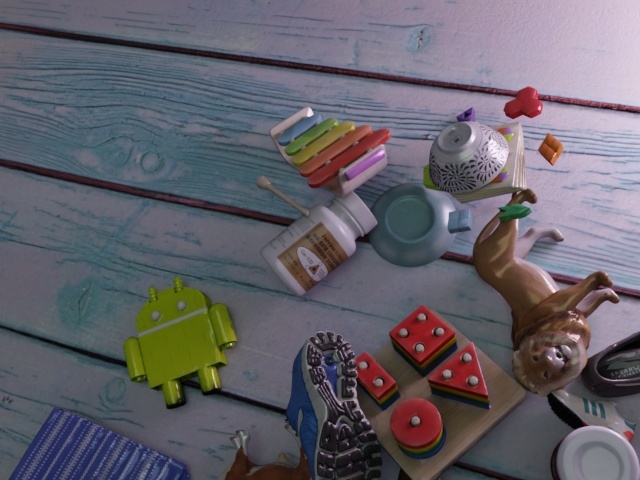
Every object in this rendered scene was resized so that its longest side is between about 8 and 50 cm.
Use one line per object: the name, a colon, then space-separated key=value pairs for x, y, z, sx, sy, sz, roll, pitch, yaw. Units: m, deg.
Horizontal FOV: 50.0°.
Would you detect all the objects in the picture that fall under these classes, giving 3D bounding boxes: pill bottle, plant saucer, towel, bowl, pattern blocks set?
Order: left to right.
towel: x=-0.459 y=0.504 z=1.377 sx=0.336 sy=0.040 sz=0.243 roll=19 pitch=64 yaw=15
pill bottle: x=0.000 y=0.000 z=1.432 sx=0.229 sy=0.131 sz=0.131 roll=-40 pitch=66 yaw=-3
plant saucer: x=0.190 y=-0.041 z=1.451 sx=0.195 sy=0.037 sz=0.194 roll=-5 pitch=69 yaw=13
bowl: x=0.284 y=-0.185 z=1.383 sx=0.170 sy=0.080 sz=0.170 roll=-18 pitch=49 yaw=22
pattern blocks set: x=0.344 y=-0.165 z=1.404 sx=0.286 sy=0.026 sz=0.324 roll=-19 pitch=49 yaw=22
pill bottle: x=0.446 y=0.377 z=1.136 sx=0.121 sy=0.216 sz=0.121 roll=-5 pitch=69 yaw=13

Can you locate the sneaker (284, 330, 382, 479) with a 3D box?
sneaker: x=0.016 y=0.340 z=1.247 sx=0.130 sy=0.147 sz=0.329 roll=2 pitch=67 yaw=-23

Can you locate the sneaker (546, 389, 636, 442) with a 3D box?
sneaker: x=0.492 y=0.311 z=1.245 sx=0.161 sy=0.057 sz=0.075 roll=36 pitch=64 yaw=25

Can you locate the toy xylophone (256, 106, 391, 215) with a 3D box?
toy xylophone: x=-0.005 y=-0.172 z=1.457 sx=0.236 sy=0.081 sz=0.323 roll=-41 pitch=40 yaw=-20

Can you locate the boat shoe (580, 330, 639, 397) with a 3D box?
boat shoe: x=0.633 y=0.200 z=1.218 sx=0.335 sy=0.095 sz=0.112 roll=-20 pitch=65 yaw=6

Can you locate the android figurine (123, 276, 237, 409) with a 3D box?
android figurine: x=-0.303 y=0.212 z=1.475 sx=0.248 sy=0.056 sz=0.272 roll=-20 pitch=69 yaw=7

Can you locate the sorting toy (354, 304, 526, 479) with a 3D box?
sorting toy: x=0.191 y=0.264 z=1.255 sx=0.257 sy=0.089 sz=0.255 roll=-37 pitch=50 yaw=-12

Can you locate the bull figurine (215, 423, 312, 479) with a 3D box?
bull figurine: x=-0.110 y=0.458 z=1.308 sx=0.311 sy=0.101 sz=0.188 roll=-7 pitch=63 yaw=6

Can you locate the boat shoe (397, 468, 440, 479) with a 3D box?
boat shoe: x=0.210 y=0.542 z=1.206 sx=0.123 sy=0.123 sz=0.341 roll=6 pitch=57 yaw=-15

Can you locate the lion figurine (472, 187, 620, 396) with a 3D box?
lion figurine: x=0.397 y=0.089 z=1.316 sx=0.240 sy=0.142 sz=0.392 roll=-36 pitch=52 yaw=8
